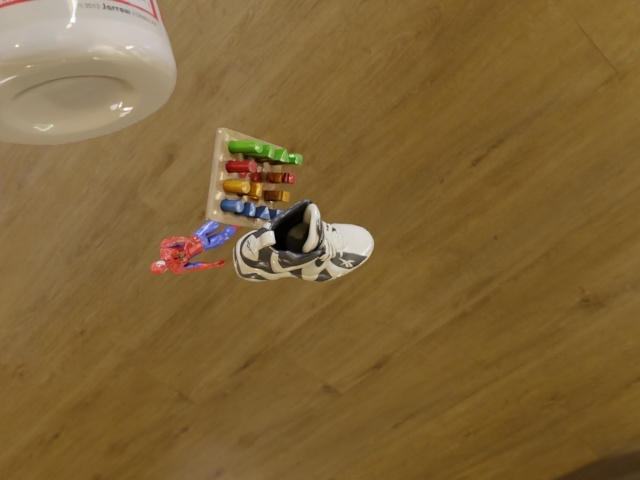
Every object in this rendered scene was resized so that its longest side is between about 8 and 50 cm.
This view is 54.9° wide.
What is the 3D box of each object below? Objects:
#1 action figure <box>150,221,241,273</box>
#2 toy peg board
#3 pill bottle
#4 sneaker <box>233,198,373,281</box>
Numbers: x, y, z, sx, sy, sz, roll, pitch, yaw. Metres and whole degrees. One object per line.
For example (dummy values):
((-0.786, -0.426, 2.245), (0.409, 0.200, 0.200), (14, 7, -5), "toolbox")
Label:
((-0.216, -0.002, 1.264), (0.139, 0.280, 0.091), (8, 123, 45), "action figure")
((-0.108, -0.102, 1.086), (0.079, 0.161, 0.160), (5, 87, 38), "toy peg board")
((-0.314, -0.329, 0.658), (0.229, 0.229, 0.407), (-19, 83, 16), "pill bottle")
((0.000, 0.000, 0.912), (0.235, 0.094, 0.153), (1, 163, -25), "sneaker")
